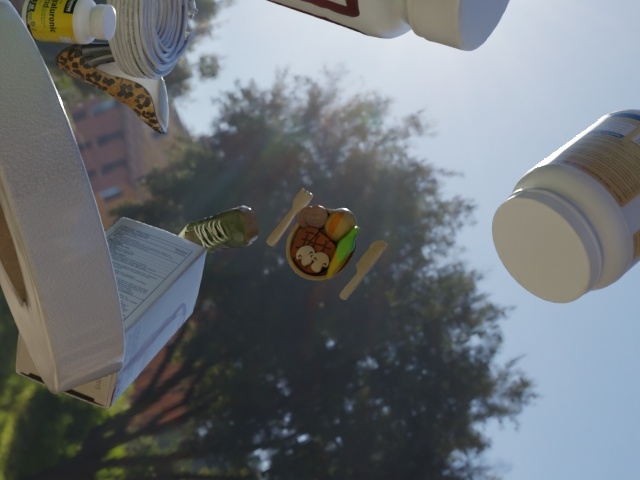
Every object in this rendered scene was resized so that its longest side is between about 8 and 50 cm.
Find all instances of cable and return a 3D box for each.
[{"bbox_3d":[-0.316,-0.429,2.050,0.257,0.089,0.257,86,16,-44],"label":"cable"}]

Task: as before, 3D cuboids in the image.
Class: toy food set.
[{"bbox_3d":[0.000,0.000,1.801,0.192,0.132,0.038,34,-4,29],"label":"toy food set"}]

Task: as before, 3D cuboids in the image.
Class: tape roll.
[{"bbox_3d":[-0.291,-0.044,1.080,0.392,0.072,0.392,53,-27,42],"label":"tape roll"}]

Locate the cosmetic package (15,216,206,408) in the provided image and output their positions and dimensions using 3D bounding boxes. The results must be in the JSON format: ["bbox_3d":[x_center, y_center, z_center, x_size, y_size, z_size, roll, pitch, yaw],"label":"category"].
[{"bbox_3d":[-0.293,0.095,1.587,0.153,0.296,0.129,20,-63,10],"label":"cosmetic package"}]

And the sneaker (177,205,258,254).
[{"bbox_3d":[-0.170,-0.006,1.743,0.192,0.086,0.064,-10,-79,64],"label":"sneaker"}]

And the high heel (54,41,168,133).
[{"bbox_3d":[-0.419,-0.308,2.259,0.261,0.186,0.093,74,18,-51],"label":"high heel"}]

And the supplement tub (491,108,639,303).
[{"bbox_3d":[0.289,-0.036,1.155,0.144,0.200,0.144,35,-37,32],"label":"supplement tub"}]

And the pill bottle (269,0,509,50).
[{"bbox_3d":[0.029,-0.372,1.313,0.392,0.224,0.224,23,-38,21],"label":"pill bottle"}]

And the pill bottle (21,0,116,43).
[{"bbox_3d":[-0.343,-0.302,1.516,0.065,0.116,0.065,6,90,-79],"label":"pill bottle"}]
